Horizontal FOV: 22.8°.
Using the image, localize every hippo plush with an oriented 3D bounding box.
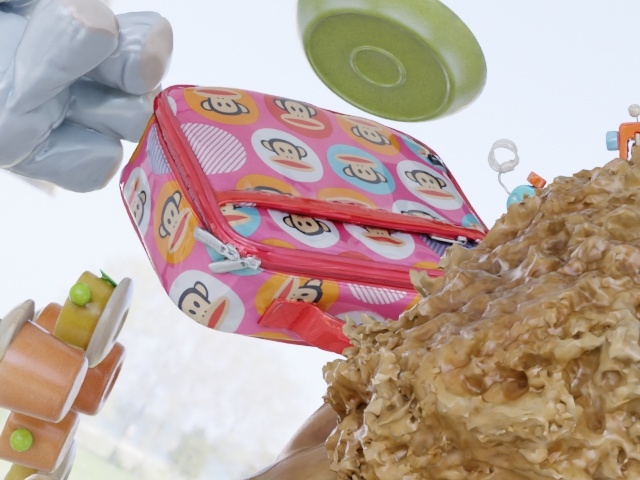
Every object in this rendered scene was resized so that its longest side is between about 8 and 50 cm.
[{"bbox_3d":[-0.304,-0.176,1.552,0.236,0.294,0.234,53,4,29],"label":"hippo plush"}]

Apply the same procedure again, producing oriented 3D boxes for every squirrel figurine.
[{"bbox_3d":[0.049,0.122,0.756,0.370,0.397,0.281,-8,48,-36],"label":"squirrel figurine"}]

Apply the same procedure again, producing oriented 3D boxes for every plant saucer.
[{"bbox_3d":[0.072,-0.209,1.817,0.241,0.037,0.241,20,-29,12],"label":"plant saucer"}]

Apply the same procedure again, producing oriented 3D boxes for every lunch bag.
[{"bbox_3d":[0.000,0.000,1.275,0.293,0.120,0.258,8,36,-32],"label":"lunch bag"}]

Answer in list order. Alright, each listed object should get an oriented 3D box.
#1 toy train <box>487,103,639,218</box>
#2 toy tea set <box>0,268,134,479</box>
[{"bbox_3d":[0.241,-0.054,1.455,0.166,0.125,0.046,-6,-4,18],"label":"toy train"},{"bbox_3d":[-0.258,0.112,1.409,0.124,0.200,0.336,24,-28,1],"label":"toy tea set"}]
